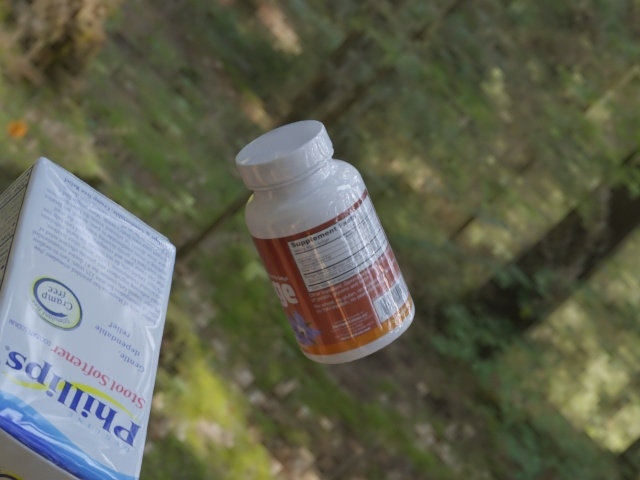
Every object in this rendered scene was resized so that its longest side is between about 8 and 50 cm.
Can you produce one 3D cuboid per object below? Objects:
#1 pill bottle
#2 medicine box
[{"bbox_3d":[0.000,0.000,1.846,0.121,0.121,0.216,-90,159,-68],"label":"pill bottle"},{"bbox_3d":[-0.265,0.129,1.543,0.149,0.263,0.289,34,37,-25],"label":"medicine box"}]
